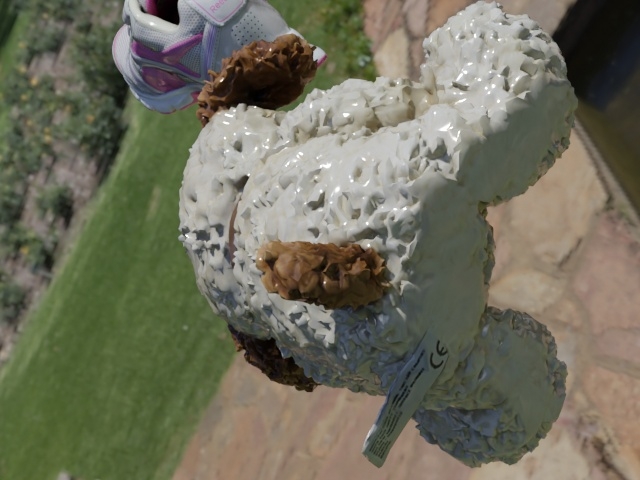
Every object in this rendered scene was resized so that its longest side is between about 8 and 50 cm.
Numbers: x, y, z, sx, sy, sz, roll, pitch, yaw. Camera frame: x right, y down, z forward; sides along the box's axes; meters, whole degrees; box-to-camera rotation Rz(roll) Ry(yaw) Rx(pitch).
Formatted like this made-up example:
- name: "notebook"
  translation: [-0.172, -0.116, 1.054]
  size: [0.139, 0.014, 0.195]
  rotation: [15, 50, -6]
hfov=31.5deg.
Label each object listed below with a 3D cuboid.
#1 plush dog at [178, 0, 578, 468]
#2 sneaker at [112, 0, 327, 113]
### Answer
- name: "plush dog"
  translation: [0.000, 0.000, 0.645]
  size: [0.225, 0.211, 0.262]
  rotation: [11, 106, 51]
- name: "sneaker"
  translation: [-0.100, -0.167, 0.874]
  size: [0.103, 0.111, 0.252]
  rotation: [-47, 30, -19]
